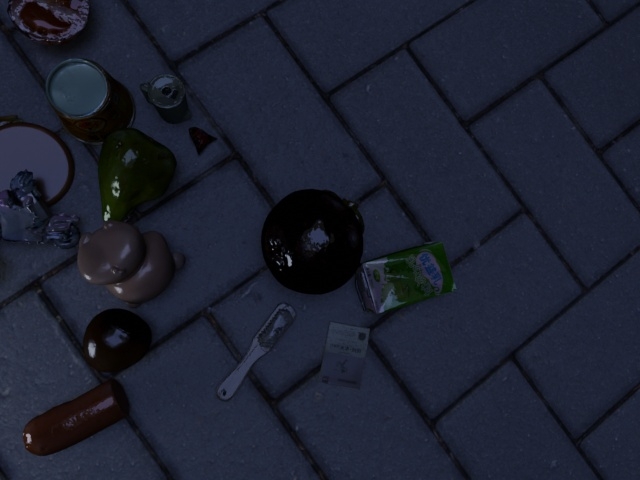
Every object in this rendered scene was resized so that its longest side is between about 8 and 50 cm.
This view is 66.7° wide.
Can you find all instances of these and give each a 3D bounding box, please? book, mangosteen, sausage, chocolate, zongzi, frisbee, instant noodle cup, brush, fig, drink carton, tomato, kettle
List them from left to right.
[{"bbox_3d":[-0.822,-0.204,1.348,0.251,0.021,0.250,0,90,-20],"label":"frisbee"},{"bbox_3d":[-0.758,-0.650,1.393,0.199,0.112,0.228,27,79,-11],"label":"tomato"},{"bbox_3d":[-0.642,0.471,1.271,0.259,0.113,0.113,-26,87,-11],"label":"sausage"},{"bbox_3d":[-0.641,-0.390,1.344,0.216,0.172,0.215,1,84,-8],"label":"instant noodle cup"},{"bbox_3d":[-0.545,0.271,1.295,0.177,0.177,0.176,1,83,-8],"label":"chocolate"},{"bbox_3d":[-0.531,-0.162,1.334,0.206,0.206,0.275,33,93,-3],"label":"fig"},{"bbox_3d":[-0.441,-0.397,1.386,0.127,0.148,0.098,-9,86,-10],"label":"kettle"},{"bbox_3d":[-0.346,-0.305,1.444,0.073,0.067,0.083,-28,106,-22],"label":"zongzi"},{"bbox_3d":[-0.181,0.317,1.377,0.070,0.065,0.327,39,81,-4],"label":"brush"},{"bbox_3d":[-0.012,0.009,1.343,0.297,0.313,0.297,-6,77,29],"label":"mangosteen"},{"bbox_3d":[0.071,0.338,1.432,0.127,0.014,0.181,12,81,-7],"label":"book"},{"bbox_3d":[0.244,0.107,1.438,0.271,0.108,0.161,-14,88,-10],"label":"drink carton"}]

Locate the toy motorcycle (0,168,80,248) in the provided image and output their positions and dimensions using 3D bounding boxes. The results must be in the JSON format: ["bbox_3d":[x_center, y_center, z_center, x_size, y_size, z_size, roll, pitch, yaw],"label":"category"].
[{"bbox_3d":[-0.768,-0.085,1.298,0.239,0.108,0.204,5,99,-34],"label":"toy motorcycle"}]

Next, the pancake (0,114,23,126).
[{"bbox_3d":[-0.920,-0.206,1.342,0.266,0.057,0.244,-25,88,-12],"label":"pancake"}]

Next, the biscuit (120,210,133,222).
[{"bbox_3d":[-0.573,-0.088,1.396,0.082,0.016,0.092,-2,82,-9],"label":"biscuit"}]

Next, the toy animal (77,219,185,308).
[{"bbox_3d":[-0.502,0.054,1.280,0.210,0.221,0.229,-37,93,-1],"label":"toy animal"}]
